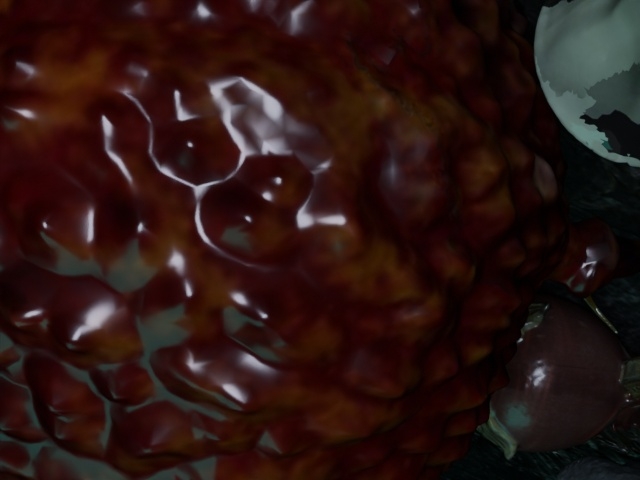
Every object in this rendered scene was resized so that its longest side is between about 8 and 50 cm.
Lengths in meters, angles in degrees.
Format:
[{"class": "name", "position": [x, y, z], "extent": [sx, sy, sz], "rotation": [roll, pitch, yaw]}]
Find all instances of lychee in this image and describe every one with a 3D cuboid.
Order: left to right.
[{"class": "lychee", "position": [-0.044, -0.022, 0.673], "extent": [0.500, 0.424, 0.424], "rotation": [12, 164, 0]}]

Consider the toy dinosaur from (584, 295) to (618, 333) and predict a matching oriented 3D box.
[{"class": "toy dinosaur", "position": [0.191, 0.013, 0.992], "extent": [0.180, 0.037, 0.058], "rotation": [38, 169, -15]}]

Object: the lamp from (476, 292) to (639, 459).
[{"class": "lamp", "position": [0.232, 0.120, 1.076], "extent": [0.223, 0.151, 0.215], "rotation": [-9, 174, -8]}]

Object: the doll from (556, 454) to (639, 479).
[{"class": "doll", "position": [0.367, 0.215, 1.033], "extent": [0.246, 0.158, 0.340], "rotation": [3, -177, -29]}]

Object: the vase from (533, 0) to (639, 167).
[{"class": "vase", "position": [0.191, -0.116, 0.401], "extent": [0.165, 0.165, 0.360], "rotation": [34, 169, -4]}]
